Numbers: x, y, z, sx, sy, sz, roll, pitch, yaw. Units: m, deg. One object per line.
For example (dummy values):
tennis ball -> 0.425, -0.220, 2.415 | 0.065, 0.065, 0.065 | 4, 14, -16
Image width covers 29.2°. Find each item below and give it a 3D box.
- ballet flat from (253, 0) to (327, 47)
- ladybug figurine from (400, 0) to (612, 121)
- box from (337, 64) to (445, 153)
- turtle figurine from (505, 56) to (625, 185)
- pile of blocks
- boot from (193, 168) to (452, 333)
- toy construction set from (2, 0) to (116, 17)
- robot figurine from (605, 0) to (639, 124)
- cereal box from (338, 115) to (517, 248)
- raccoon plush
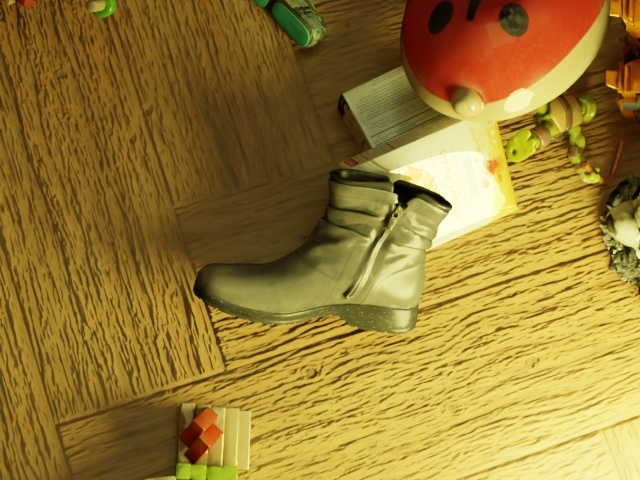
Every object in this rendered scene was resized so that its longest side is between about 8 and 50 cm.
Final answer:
ballet flat -> -0.061, -0.374, 1.879 | 0.070, 0.070, 0.188 | -38, 86, -14
ladybug figurine -> 0.266, -0.355, 1.785 | 0.305, 0.162, 0.449 | 4, 50, 19
box -> 0.112, -0.177, 1.841 | 0.126, 0.072, 0.137 | -26, 80, -12
turtle figurine -> 0.349, -0.202, 1.857 | 0.217, 0.087, 0.270 | -14, 95, -39
pile of blocks -> -0.192, 0.378, 1.646 | 0.149, 0.112, 0.362 | 27, 75, 0
boot -> 0.000, 0.000, 1.711 | 0.338, 0.118, 0.223 | 4, 114, -16
toy construction set -> -0.420, -0.476, 1.811 | 0.308, 0.237, 0.258 | 7, 105, 11
robot figurine -> 0.476, -0.266, 1.816 | 0.085, 0.291, 0.211 | 4, 88, 18
cereal box -> 0.160, -0.078, 1.793 | 0.240, 0.047, 0.173 | -25, 116, -13
raccoon plush -> 0.603, -0.066, 1.761 | 0.446, 0.299, 0.216 | -25, 80, -13
